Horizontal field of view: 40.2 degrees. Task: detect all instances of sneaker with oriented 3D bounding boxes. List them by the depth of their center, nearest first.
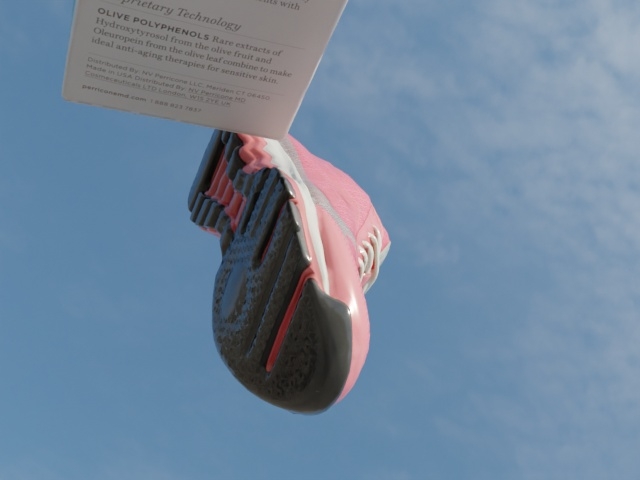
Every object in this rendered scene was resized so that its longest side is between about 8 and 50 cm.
[{"bbox_3d":[0.000,-0.001,0.600,0.136,0.314,0.116,15,-65,-22],"label":"sneaker"}]

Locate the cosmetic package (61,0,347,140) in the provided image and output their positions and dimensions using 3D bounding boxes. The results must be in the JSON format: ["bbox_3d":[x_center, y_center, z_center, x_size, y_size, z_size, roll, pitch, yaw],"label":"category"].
[{"bbox_3d":[-0.035,-0.254,0.479,0.155,0.197,0.365,9,-41,-17],"label":"cosmetic package"}]
